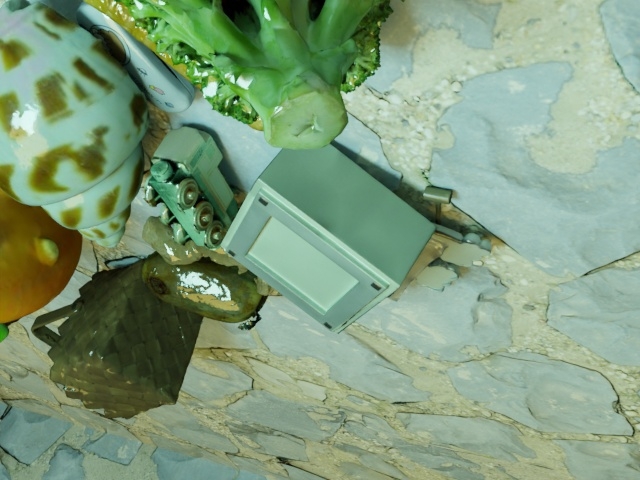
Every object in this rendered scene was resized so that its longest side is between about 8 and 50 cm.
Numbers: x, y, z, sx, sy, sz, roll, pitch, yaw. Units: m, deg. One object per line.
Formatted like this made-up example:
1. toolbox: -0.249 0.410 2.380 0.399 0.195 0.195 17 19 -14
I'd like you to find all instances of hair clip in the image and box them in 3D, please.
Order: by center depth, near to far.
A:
1. hair clip: 0.144 0.029 1.058 0.140 0.054 0.220 28 150 -3

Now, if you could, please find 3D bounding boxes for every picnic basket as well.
1. picnic basket: -0.429 0.217 1.501 0.321 0.291 0.254 -17 133 36

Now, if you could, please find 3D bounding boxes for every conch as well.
1. conch: -0.335 -0.133 0.958 0.249 0.197 0.368 6 159 23

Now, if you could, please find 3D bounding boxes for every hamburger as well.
1. hamburger: -0.573 -0.037 1.106 0.277 0.396 0.396 -27 126 33

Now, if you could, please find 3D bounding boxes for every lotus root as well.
1. lotus root: -0.202 0.070 1.276 0.241 0.123 0.124 17 -173 8

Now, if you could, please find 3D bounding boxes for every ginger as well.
1. ginger: -0.178 -0.009 1.178 0.258 0.065 0.149 19 115 17

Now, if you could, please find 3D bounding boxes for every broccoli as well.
1. broccoli: -0.026 -0.192 0.622 0.269 0.269 0.254 -2 155 36

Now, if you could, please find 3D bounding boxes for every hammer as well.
1. hammer: 0.161 -0.038 0.984 0.035 0.019 0.110 13 154 16

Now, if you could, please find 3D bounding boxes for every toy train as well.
1. toy train: -0.178 -0.068 1.046 0.080 0.125 0.194 15 153 26

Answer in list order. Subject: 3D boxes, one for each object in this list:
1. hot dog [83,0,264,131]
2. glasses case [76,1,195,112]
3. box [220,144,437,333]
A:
1. hot dog: -0.153 -0.227 0.815 0.286 0.088 0.061 31 144 -21
2. glasses case: -0.228 -0.228 0.895 0.067 0.045 0.178 -2 142 40
3. box: 0.000 0.000 0.998 0.225 0.117 0.225 37 149 -2
